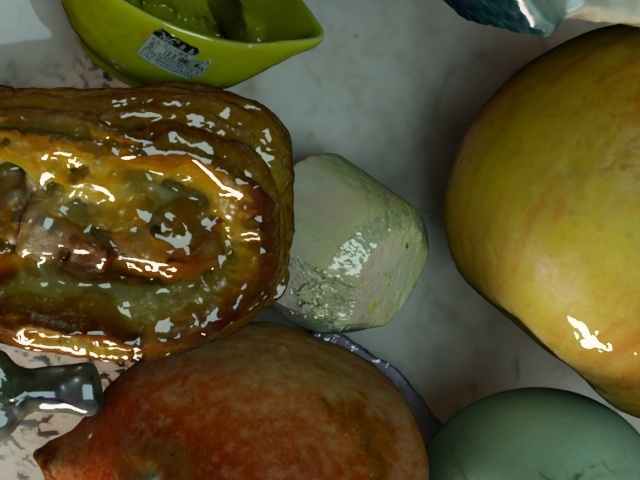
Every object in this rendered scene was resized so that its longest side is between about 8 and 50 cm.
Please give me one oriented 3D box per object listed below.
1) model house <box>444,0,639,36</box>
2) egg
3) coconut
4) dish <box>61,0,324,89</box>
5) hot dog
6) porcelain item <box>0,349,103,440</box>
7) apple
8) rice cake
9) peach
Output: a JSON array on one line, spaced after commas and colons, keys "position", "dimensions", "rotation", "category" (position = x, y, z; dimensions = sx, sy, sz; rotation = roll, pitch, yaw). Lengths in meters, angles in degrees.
[{"position": [0.095, -0.251, 1.099], "dimensions": [0.284, 0.298, 0.243], "rotation": [-4, 103, -19], "category": "model house"}, {"position": [0.147, 0.184, 1.222], "dimensions": [0.168, 0.231, 0.168], "rotation": [3, 78, -13], "category": "egg"}, {"position": [0.000, 0.000, 1.224], "dimensions": [0.116, 0.122, 0.116], "rotation": [-38, 145, -33], "category": "coconut"}, {"position": [-0.105, -0.147, 1.150], "dimensions": [0.208, 0.149, 0.080], "rotation": [24, 123, -5], "category": "dish"}, {"position": [-0.147, -0.015, 1.119], "dimensions": [0.259, 0.114, 0.175], "rotation": [1, 110, 3], "category": "hot dog"}, {"position": [-0.246, 0.097, 1.139], "dimensions": [0.216, 0.069, 0.081], "rotation": [-6, 87, 4], "category": "porcelain item"}, {"position": [0.225, -0.015, 1.217], "dimensions": [0.286, 0.286, 0.233], "rotation": [38, 93, -24], "category": "apple"}, {"position": [0.056, 0.131, 1.316], "dimensions": [0.047, 0.036, 0.206], "rotation": [-49, 114, -10], "category": "rice cake"}, {"position": [-0.060, 0.163, 1.182], "dimensions": [0.257, 0.232, 0.232], "rotation": [2, 101, -15], "category": "peach"}]
